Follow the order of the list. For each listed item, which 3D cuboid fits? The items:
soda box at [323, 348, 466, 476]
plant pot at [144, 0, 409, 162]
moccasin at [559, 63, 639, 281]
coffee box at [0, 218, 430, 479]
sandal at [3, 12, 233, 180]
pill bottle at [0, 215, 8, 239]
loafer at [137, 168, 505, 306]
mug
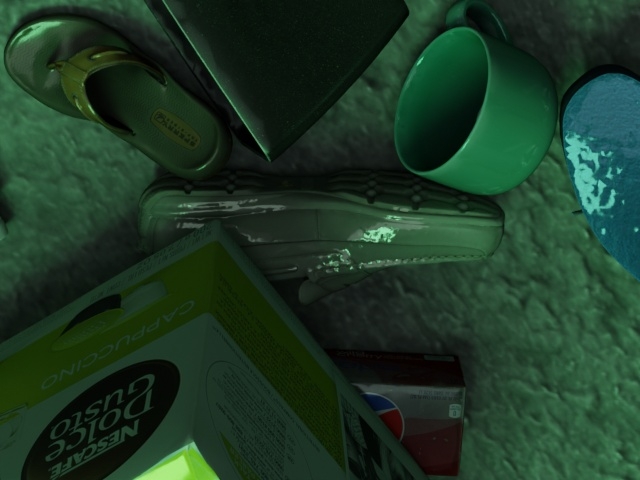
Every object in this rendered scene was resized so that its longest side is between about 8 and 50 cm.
[{"bbox_3d":[-0.004,0.151,1.434,0.263,0.083,0.092,4,107,-1],"label":"soda box"},{"bbox_3d":[-0.038,-0.193,1.301,0.167,0.188,0.187,-35,103,-5],"label":"plant pot"},{"bbox_3d":[0.312,-0.010,1.384,0.137,0.117,0.342,-28,109,19],"label":"moccasin"},{"bbox_3d":[-0.127,0.255,1.245,0.337,0.334,0.338,-30,114,15],"label":"coffee box"},{"bbox_3d":[-0.176,-0.123,1.353,0.219,0.060,0.090,36,98,9],"label":"sandal"},{"bbox_3d":[-0.319,-0.047,1.386,0.065,0.065,0.116,-23,104,5],"label":"pill bottle"},{"bbox_3d":[0.000,0.000,1.386,0.319,0.112,0.112,2,110,7],"label":"loafer"},{"bbox_3d":[0.143,-0.116,1.341,0.097,0.129,0.158,19,97,-31],"label":"mug"}]
